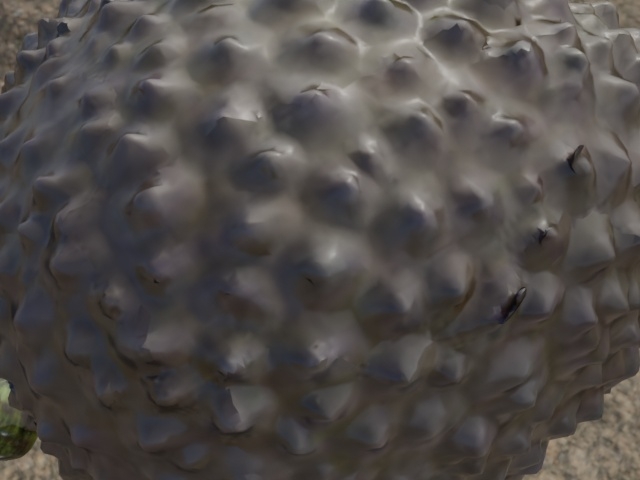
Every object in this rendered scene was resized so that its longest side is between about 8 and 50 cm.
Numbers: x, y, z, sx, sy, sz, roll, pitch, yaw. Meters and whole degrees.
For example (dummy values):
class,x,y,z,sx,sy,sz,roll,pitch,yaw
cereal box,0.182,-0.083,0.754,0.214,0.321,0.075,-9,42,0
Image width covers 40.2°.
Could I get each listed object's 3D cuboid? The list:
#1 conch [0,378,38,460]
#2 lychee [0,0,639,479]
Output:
class,x,y,z,sx,sy,sz,roll,pitch,yaw
conch,-0.512,0.251,1.269,0.124,0.181,0.187,-11,66,-48
lychee,0.000,0.000,0.522,0.432,0.380,0.380,-20,47,8
